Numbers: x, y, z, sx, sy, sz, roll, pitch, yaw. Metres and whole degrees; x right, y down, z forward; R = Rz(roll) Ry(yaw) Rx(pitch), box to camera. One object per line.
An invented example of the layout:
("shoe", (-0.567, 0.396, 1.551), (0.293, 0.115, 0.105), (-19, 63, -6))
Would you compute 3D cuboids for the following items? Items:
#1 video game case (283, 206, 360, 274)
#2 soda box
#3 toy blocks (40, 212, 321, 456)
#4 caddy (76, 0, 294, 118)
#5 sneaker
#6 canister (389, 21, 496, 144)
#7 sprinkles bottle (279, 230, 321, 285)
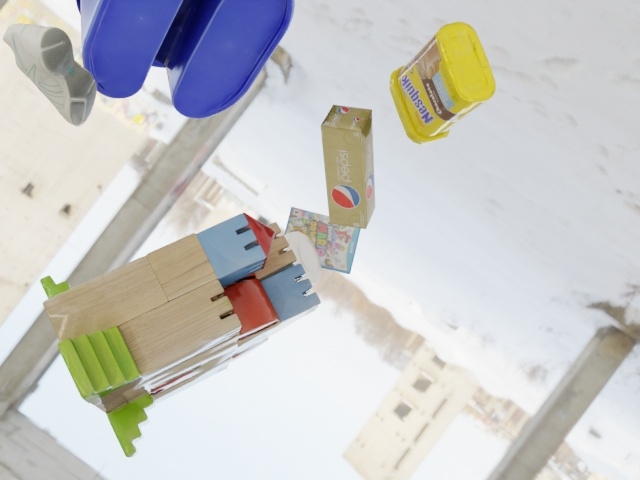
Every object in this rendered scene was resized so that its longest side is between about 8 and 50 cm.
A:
("video game case", (0.000, 0.000, 1.702), (0.167, 0.119, 0.015), (14, 168, -4))
("soda box", (0.043, -0.106, 1.102), (0.061, 0.058, 0.181), (10, 134, 17))
("toy blocks", (-0.126, 0.080, 0.797), (0.190, 0.261, 0.381), (61, 164, 11))
("caddy", (-0.174, -0.319, 0.956), (0.242, 0.341, 0.179), (12, -127, -29))
("sneaker", (-0.291, -0.183, 0.819), (0.061, 0.053, 0.152), (20, 154, 13))
("canister", (0.174, -0.226, 1.091), (0.126, 0.073, 0.170), (70, 160, 6))
("sprinkles bottle", (-0.174, 0.096, 1.636), (0.121, 0.356, 0.121), (44, -147, -40))
